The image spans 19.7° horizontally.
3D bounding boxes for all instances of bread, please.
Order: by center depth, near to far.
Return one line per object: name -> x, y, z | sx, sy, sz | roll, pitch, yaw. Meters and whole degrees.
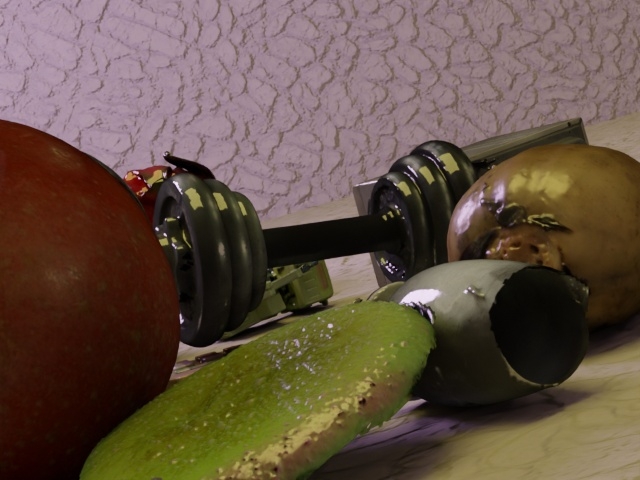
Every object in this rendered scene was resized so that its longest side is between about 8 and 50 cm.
bread -> -0.050, 0.122, 1.290 | 0.301, 0.045, 0.301 | -27, 14, 8

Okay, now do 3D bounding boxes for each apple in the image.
apple -> -0.280, 0.067, 1.474 | 0.348, 0.348, 0.277 | -11, -31, 40

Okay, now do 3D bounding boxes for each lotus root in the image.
lotus root -> 0.217, -0.002, 1.591 | 0.182, 0.183, 0.310 | -13, 0, 22

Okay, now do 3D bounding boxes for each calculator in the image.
calculator -> -0.091, 0.125, 1.835 | 0.157, 0.033, 0.236 | -17, 3, -8

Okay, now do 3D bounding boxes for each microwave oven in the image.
microwave oven -> 0.193, -0.039, 2.120 | 0.240, 0.145, 0.194 | -20, 9, -41

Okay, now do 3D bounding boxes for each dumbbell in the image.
dumbbell -> 0.000, 0.000, 1.881 | 0.406, 0.179, 0.179 | -8, 2, -20

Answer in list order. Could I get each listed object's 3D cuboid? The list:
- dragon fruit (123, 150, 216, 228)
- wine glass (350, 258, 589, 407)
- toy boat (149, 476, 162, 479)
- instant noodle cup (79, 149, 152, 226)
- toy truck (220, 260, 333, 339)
dragon fruit -> -0.187, 0.005, 2.374 | 0.234, 0.234, 0.293 | -12, 10, 31
wine glass -> 0.110, 0.070, 1.378 | 0.111, 0.111, 0.204 | -18, 2, -30
toy boat -> -0.165, 0.190, 1.170 | 0.210, 0.066, 0.084 | -12, 5, 41
instant noodle cup -> -0.349, 0.058, 2.089 | 0.296, 0.296, 0.214 | -20, -3, -42
toy truck -> -0.064, 0.062, 2.166 | 0.169, 0.077, 0.100 | -17, 2, -28
